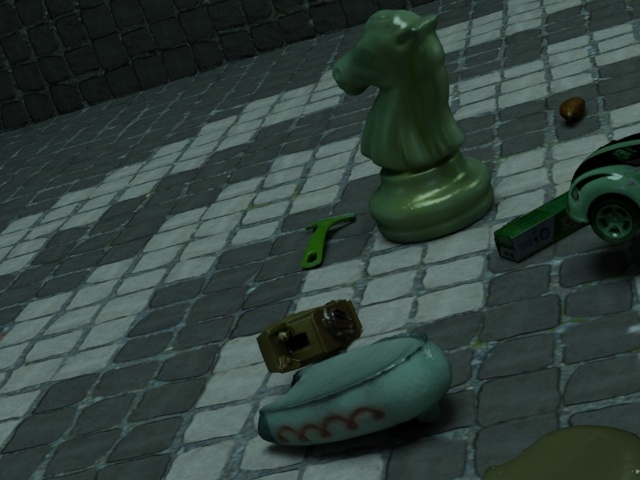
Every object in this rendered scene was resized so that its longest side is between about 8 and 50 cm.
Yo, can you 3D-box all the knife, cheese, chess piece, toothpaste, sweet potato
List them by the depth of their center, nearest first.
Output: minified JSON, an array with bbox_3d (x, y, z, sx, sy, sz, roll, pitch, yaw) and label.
[{"bbox_3d":[0.181,0.207,0.886,0.175,0.091,0.202,0,26,46],"label":"cheese"},{"bbox_3d":[0.292,-0.030,1.499,0.178,0.037,0.043,-28,24,-21],"label":"toothpaste"},{"bbox_3d":[0.112,-0.160,1.633,0.176,0.298,0.176,-16,22,7],"label":"chess piece"},{"bbox_3d":[-0.001,-0.002,1.735,0.078,0.022,0.166,-18,18,20],"label":"knife"},{"bbox_3d":[0.381,-0.199,1.874,0.034,0.034,0.095,-9,12,28],"label":"sweet potato"}]

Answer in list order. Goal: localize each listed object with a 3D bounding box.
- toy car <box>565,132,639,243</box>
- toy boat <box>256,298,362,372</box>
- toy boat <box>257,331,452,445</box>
[{"bbox_3d":[0.400,-0.083,1.290,0.306,0.125,0.136,-2,24,32],"label":"toy car"},{"bbox_3d":[-0.002,0.099,1.347,0.077,0.057,0.200,-24,-3,23],"label":"toy boat"},{"bbox_3d":[0.039,0.156,1.216,0.208,0.079,0.134,-21,8,32],"label":"toy boat"}]
